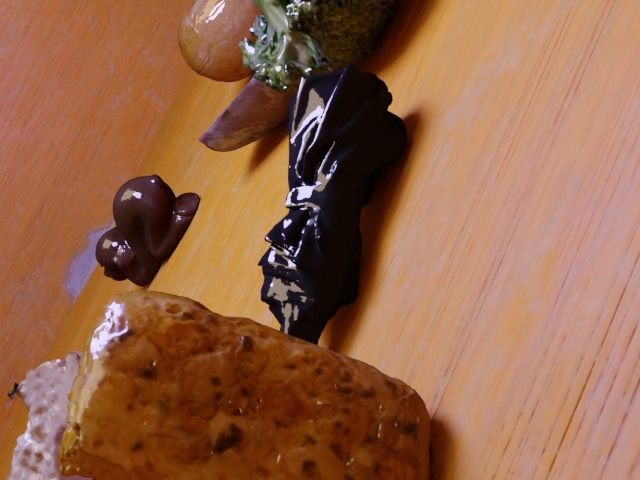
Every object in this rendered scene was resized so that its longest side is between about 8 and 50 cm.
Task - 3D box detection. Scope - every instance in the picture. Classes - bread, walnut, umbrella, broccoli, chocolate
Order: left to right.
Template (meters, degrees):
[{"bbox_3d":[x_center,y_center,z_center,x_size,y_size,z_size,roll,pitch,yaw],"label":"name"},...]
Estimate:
[{"bbox_3d":[-0.226,0.223,0.816,0.184,0.211,0.224,-51,15,13],"label":"bread"},{"bbox_3d":[-0.172,-0.416,1.617,0.226,0.193,0.193,-48,21,13],"label":"walnut"},{"bbox_3d":[-0.039,0.107,0.476,0.083,0.210,0.114,123,163,-53],"label":"bread"},{"bbox_3d":[-0.077,-0.208,1.220,0.254,0.080,0.157,-34,19,53],"label":"chocolate"},{"bbox_3d":[-0.010,-0.315,0.969,0.259,0.235,0.288,29,99,37],"label":"broccoli"},{"bbox_3d":[0.000,0.000,0.717,0.118,0.118,0.340,-34,40,56],"label":"umbrella"}]

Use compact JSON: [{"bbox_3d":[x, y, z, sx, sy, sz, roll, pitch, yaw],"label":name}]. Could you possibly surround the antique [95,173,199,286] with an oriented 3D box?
[{"bbox_3d":[-0.354,-0.018,1.614,0.257,0.143,0.121,-51,24,38],"label":"antique"}]
